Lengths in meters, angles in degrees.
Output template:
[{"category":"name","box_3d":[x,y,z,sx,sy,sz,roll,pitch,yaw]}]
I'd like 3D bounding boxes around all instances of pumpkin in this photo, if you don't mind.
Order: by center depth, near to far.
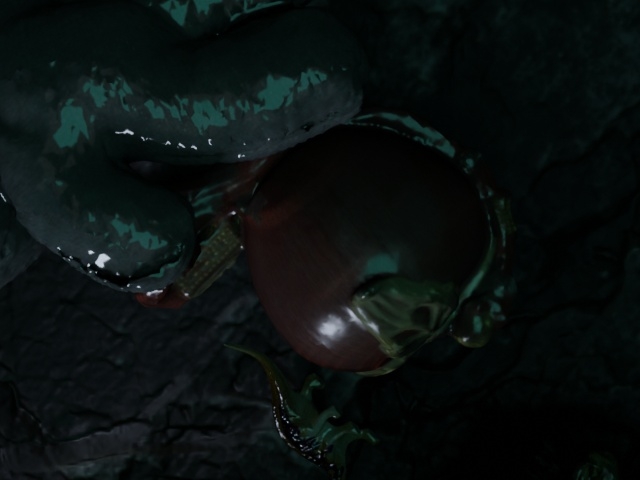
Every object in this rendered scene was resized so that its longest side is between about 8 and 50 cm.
[{"category":"pumpkin","box_3d":[0.176,0.210,0.772,0.194,0.150,0.194,0,82,1]}]

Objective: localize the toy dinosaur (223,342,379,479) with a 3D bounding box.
[{"category":"toy dinosaur","box_3d":[-0.002,0.125,0.799,0.058,0.037,0.180,-32,107,-3]}]

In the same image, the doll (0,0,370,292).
[{"category":"doll","box_3d":[-0.138,-0.070,0.669,0.341,0.158,0.245,-21,72,-3]}]

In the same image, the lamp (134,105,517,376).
[{"category":"lamp","box_3d":[0.005,0.005,0.724,0.215,0.151,0.223,-45,62,0]}]
